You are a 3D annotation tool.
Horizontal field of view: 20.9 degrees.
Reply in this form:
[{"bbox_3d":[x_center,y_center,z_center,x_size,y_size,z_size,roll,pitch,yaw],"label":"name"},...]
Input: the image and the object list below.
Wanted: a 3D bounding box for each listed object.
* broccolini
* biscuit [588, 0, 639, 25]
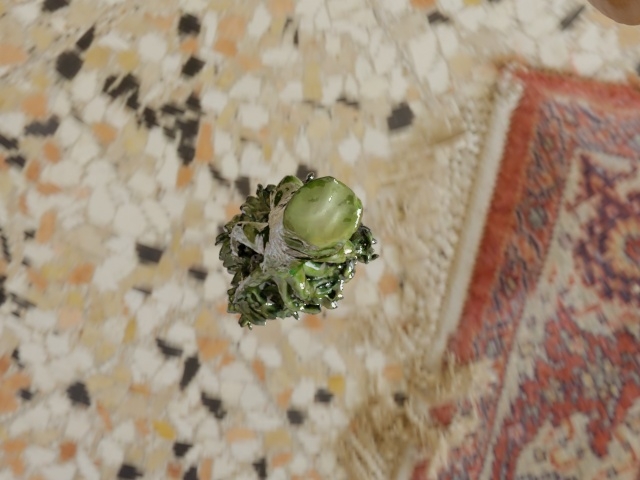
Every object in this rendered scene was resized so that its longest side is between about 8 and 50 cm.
[{"bbox_3d":[0.000,0.003,0.637,0.058,0.216,0.067,40,81,-5],"label":"broccolini"},{"bbox_3d":[0.110,-0.112,0.507,0.036,0.165,0.250,-29,95,-23],"label":"biscuit"}]
